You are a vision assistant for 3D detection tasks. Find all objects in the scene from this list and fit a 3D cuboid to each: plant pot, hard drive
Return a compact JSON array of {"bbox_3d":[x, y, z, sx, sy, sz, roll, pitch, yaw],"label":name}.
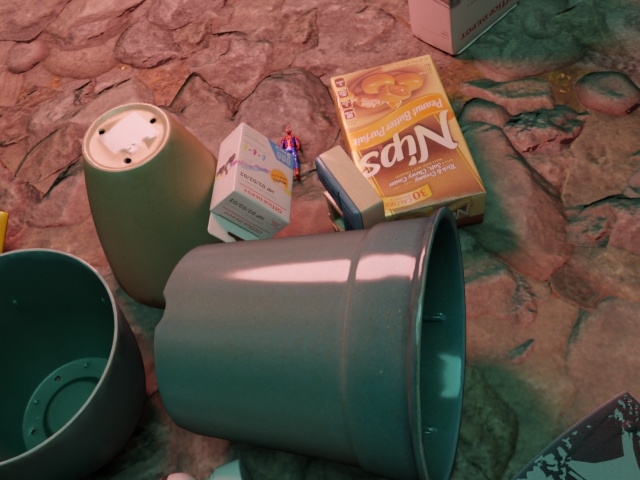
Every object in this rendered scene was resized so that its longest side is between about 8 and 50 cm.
[{"bbox_3d":[-0.373,0.195,0.976,0.293,0.235,0.293,-4,57,6],"label":"plant pot"},{"bbox_3d":[-0.004,0.132,0.919,0.334,0.341,0.341,-1,57,19],"label":"plant pot"},{"bbox_3d":[0.339,0.322,0.881,0.255,0.054,0.172,-35,59,-13],"label":"hard drive"},{"bbox_3d":[-0.248,-0.072,1.104,0.257,0.274,0.256,-5,56,7],"label":"plant pot"}]

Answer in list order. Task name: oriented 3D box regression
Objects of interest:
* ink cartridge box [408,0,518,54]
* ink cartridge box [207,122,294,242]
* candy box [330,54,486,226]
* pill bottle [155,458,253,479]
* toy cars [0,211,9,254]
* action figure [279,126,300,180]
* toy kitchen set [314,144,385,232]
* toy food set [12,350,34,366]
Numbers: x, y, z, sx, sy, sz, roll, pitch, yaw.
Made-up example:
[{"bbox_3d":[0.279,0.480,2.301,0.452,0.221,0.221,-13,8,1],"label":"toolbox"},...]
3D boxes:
[{"bbox_3d":[0.256,-0.512,1.297,0.207,0.283,0.117,-42,57,-17],"label":"ink cartridge box"},{"bbox_3d":[-0.098,-0.072,1.059,0.062,0.104,0.181,-35,38,36],"label":"ink cartridge box"},{"bbox_3d":[0.138,-0.157,1.203,0.183,0.087,0.316,-14,56,1],"label":"candy box"},{"bbox_3d":[-0.204,0.380,0.872,0.279,0.162,0.162,-22,57,-4],"label":"pill bottle"},{"bbox_3d":[-0.715,0.034,1.224,0.394,0.087,0.176,-32,92,-9],"label":"toy cars"},{"bbox_3d":[-0.053,-0.155,1.272,0.038,0.030,0.115,-11,54,8],"label":"action figure"},{"bbox_3d":[0.000,0.000,1.054,0.166,0.207,0.122,-29,57,-9],"label":"toy kitchen set"},{"bbox_3d":[-0.608,0.104,1.120,0.220,0.092,0.306,-30,77,-10],"label":"toy food set"}]
